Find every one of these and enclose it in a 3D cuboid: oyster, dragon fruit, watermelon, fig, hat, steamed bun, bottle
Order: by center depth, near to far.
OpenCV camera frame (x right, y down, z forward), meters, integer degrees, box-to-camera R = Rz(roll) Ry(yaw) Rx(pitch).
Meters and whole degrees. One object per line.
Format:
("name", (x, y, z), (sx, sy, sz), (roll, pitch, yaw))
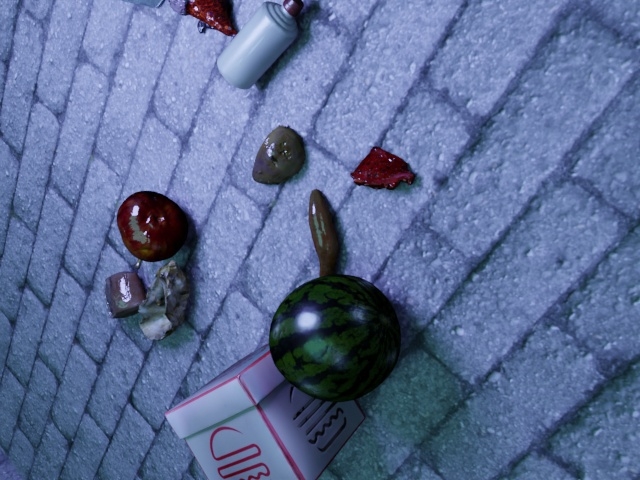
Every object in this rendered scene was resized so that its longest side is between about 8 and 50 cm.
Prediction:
("dragon fruit", (0.134, -0.140, 1.166), (0.131, 0.063, 0.097), (31, 117, 22))
("watermelon", (0.035, 0.213, 1.196), (0.285, 0.285, 0.285), (9, 107, 30))
("bottle", (-0.130, -0.462, 1.224), (0.245, 0.104, 0.104), (-36, 82, 33))
("hat", (-0.258, -0.559, 1.297), (0.227, 0.129, 0.140), (44, 100, -5))
("fig", (-0.489, -0.036, 1.543), (0.203, 0.186, 0.249), (55, 158, -7))
("oyster", (-0.461, 0.181, 1.606), (0.166, 0.110, 0.341), (36, 122, 30))
("steamed bun", (-0.634, 0.174, 1.705), (0.175, 0.106, 0.144), (-31, 77, 46))

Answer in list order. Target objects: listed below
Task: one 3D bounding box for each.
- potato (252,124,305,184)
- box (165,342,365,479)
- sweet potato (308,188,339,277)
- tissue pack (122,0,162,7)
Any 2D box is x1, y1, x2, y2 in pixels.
("potato", (-0.111, -0.185, 1.294), (0.101, 0.089, 0.172), (39, 119, 15))
("box", (-0.128, 0.437, 1.338), (0.312, 0.314, 0.300), (-35, 86, 34))
("sweet potato", (0.007, 0.004, 1.292), (0.078, 0.058, 0.255), (9, 111, 47))
("tissue pack", (-0.468, -0.760, 1.334), (0.198, 0.146, 0.263), (-31, 85, 34))
